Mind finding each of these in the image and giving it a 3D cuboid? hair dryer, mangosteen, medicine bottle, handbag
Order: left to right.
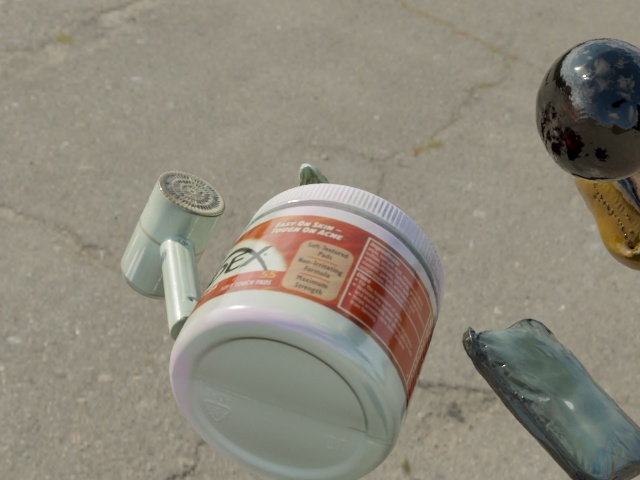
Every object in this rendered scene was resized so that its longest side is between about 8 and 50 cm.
[{"bbox_3d":[-0.197,0.068,1.307,0.108,0.173,0.357,16,30,-22],"label":"hair dryer"},{"bbox_3d":[-0.009,0.103,1.053,0.253,0.252,0.241,14,39,12],"label":"medicine bottle"},{"bbox_3d":[0.381,0.251,1.550,0.192,0.075,0.332,-11,51,-39],"label":"handbag"},{"bbox_3d":[0.297,-0.133,0.977,0.152,0.152,0.152,4,32,-3],"label":"mangosteen"}]

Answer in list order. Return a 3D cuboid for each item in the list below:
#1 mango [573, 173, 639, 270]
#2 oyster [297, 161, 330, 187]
[{"bbox_3d":[0.525,-0.053,1.628,0.151,0.156,0.248,16,29,-55],"label":"mango"},{"bbox_3d":[-0.003,0.000,1.399,0.162,0.351,0.158,-41,68,-15],"label":"oyster"}]
